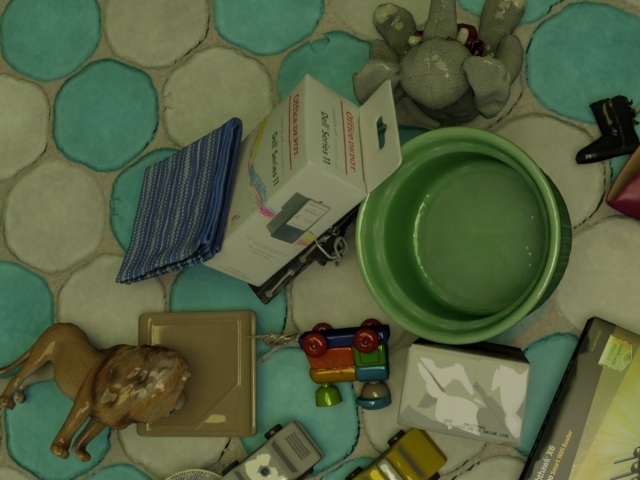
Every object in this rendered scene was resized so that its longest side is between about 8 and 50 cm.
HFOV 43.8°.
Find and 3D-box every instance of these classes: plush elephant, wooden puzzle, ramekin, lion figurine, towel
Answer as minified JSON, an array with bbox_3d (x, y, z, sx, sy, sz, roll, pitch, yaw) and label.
[{"bbox_3d":[0.199,-0.297,1.311,0.271,0.255,0.330,4,82,12],"label":"plush elephant"},{"bbox_3d":[-0.221,0.239,1.428,0.238,0.044,0.221,-3,81,17],"label":"wooden puzzle"},{"bbox_3d":[0.217,-0.006,1.167,0.303,0.148,0.304,-1,89,31],"label":"ramekin"},{"bbox_3d":[-0.421,0.232,1.402,0.392,0.142,0.240,27,78,27],"label":"lion figurine"},{"bbox_3d":[-0.247,-0.060,1.353,0.336,0.040,0.243,-17,58,50],"label":"towel"}]

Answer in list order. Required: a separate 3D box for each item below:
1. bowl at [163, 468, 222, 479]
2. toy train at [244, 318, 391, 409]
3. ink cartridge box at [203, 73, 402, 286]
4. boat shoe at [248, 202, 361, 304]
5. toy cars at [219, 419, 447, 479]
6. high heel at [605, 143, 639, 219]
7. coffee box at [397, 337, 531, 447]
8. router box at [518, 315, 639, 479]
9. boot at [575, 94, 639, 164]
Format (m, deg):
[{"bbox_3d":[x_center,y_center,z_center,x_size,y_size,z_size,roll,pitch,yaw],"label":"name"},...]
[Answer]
[{"bbox_3d":[-0.214,0.481,1.357,0.170,0.080,0.170,2,69,-4],"label":"bowl"},{"bbox_3d":[0.000,0.220,1.361,0.247,0.105,0.144,-6,94,10],"label":"toy train"},{"bbox_3d":[-0.039,-0.109,1.243,0.353,0.119,0.207,-40,37,35],"label":"ink cartridge box"},{"bbox_3d":[-0.001,0.000,1.382,0.306,0.113,0.105,-36,83,7],"label":"boat shoe"},{"bbox_3d":[0.014,0.383,1.304,0.393,0.087,0.177,1,72,3],"label":"toy cars"},{"bbox_3d":[0.569,-0.217,1.276,0.181,0.127,0.378,7,86,-7],"label":"high heel"},{"bbox_3d":[0.221,0.215,1.208,0.168,0.297,0.119,8,88,12],"label":"coffee box"},{"bbox_3d":[0.483,0.308,1.253,0.242,0.081,0.309,23,87,14],"label":"router box"},{"bbox_3d":[0.480,-0.188,1.347,0.121,0.045,0.099,-14,81,2],"label":"boot"}]
